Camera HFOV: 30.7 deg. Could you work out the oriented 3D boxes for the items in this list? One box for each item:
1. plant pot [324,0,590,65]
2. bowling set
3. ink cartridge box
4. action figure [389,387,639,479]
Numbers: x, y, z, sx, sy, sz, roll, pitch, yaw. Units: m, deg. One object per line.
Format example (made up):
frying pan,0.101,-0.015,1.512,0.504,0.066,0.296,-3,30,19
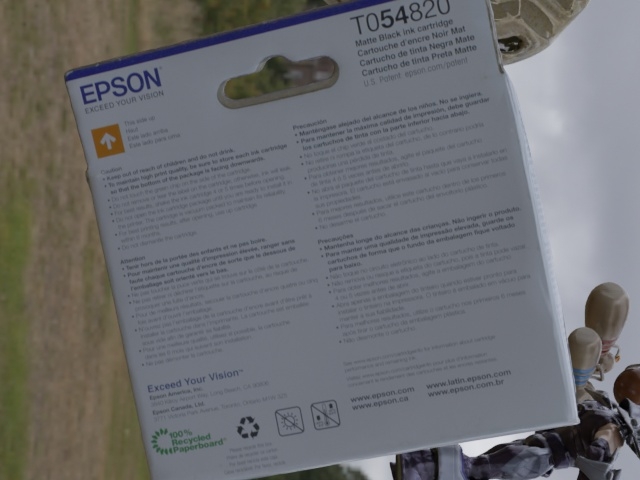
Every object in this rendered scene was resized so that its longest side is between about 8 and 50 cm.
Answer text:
plant pot,0.149,-0.343,1.269,0.305,0.333,0.334,-115,-154,-59
bowling set,0.361,0.163,1.463,0.200,0.287,0.154,-78,169,-47
ink cartridge box,0.000,0.000,0.589,0.045,0.223,0.224,-22,101,-79
action figure,0.214,0.218,1.169,0.185,0.285,0.099,108,-32,-86
